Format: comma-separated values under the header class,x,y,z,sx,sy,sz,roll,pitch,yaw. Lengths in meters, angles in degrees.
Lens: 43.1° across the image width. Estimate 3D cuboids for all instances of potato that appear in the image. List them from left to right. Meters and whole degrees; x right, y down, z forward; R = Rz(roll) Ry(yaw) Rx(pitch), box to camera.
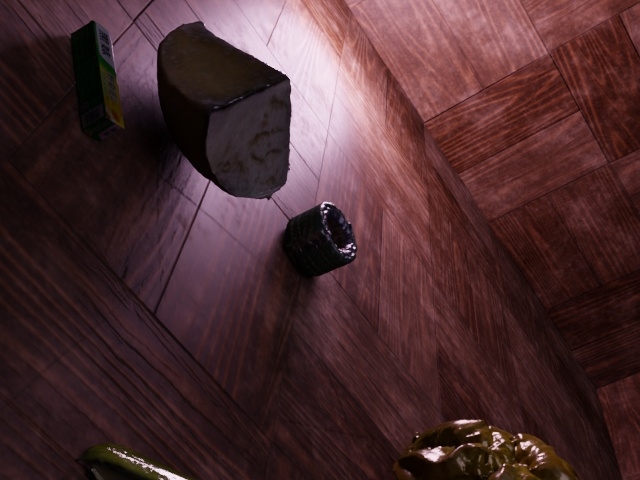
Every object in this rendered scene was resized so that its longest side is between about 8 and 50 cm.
class,x,y,z,sx,sy,sz,roll,pitch,yaw
potato,-0.187,-0.194,1.268,0.189,0.211,0.264,-28,52,-35

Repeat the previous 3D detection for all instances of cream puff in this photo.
class,x,y,z,sx,sy,sz,roll,pitch,yaw
cream puff,0.233,0.411,1.262,0.257,0.291,0.324,39,38,10

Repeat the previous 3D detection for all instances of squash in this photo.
class,x,y,z,sx,sy,sz,roll,pitch,yaw
squash,-0.144,0.305,0.849,0.252,0.169,0.093,24,24,-3

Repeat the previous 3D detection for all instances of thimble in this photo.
class,x,y,z,sx,sy,sz,roll,pitch,yaw
thimble,0.001,0.000,1.454,0.118,0.090,0.135,55,22,-17

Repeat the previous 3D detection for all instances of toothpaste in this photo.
class,x,y,z,sx,sy,sz,roll,pitch,yaw
toothpaste,-0.300,-0.216,1.090,0.037,0.043,0.178,32,36,-53
